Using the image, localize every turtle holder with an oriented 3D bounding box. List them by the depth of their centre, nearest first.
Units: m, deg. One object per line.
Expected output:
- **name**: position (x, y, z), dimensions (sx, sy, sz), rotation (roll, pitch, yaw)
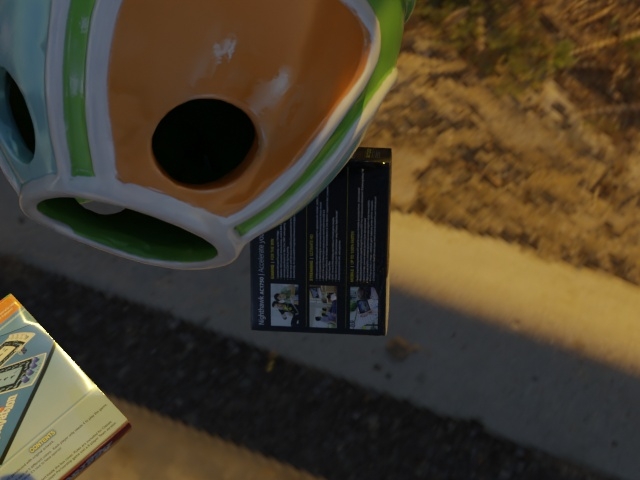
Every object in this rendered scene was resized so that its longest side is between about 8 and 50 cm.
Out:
- **turtle holder**: position (-0.101, -0.110, 0.942), dimensions (0.320, 0.243, 0.227), rotation (4, 73, 39)

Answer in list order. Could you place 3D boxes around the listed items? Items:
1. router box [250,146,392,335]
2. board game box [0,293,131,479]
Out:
- **router box**: position (0.000, 0.000, 1.577), dimensions (0.133, 0.046, 0.179), rotation (2, 111, 4)
- **board game box**: position (-0.295, 0.179, 1.245), dimensions (0.281, 0.027, 0.145), rotation (-40, 75, -18)
